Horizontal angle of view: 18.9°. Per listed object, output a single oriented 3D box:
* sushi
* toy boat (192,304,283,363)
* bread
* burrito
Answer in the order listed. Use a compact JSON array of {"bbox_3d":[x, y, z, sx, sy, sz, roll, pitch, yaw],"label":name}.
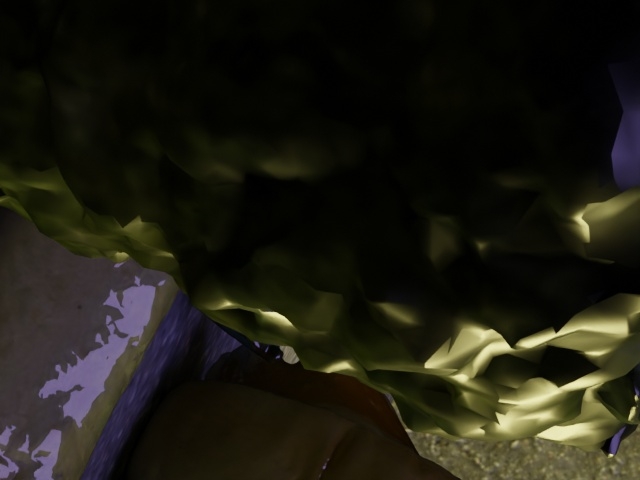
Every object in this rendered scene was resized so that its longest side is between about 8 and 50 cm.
[{"bbox_3d":[0.069,-0.137,0.426,0.294,0.178,0.351,-25,137,-61],"label":"sushi"},{"bbox_3d":[0.000,0.000,0.846,0.075,0.077,0.185,-62,-179,-26],"label":"toy boat"},{"bbox_3d":[-0.042,0.247,0.975,0.341,0.210,0.300,-59,168,-35],"label":"bread"},{"bbox_3d":[-0.060,-0.013,0.569,0.275,0.059,0.082,-63,179,-12],"label":"burrito"}]
